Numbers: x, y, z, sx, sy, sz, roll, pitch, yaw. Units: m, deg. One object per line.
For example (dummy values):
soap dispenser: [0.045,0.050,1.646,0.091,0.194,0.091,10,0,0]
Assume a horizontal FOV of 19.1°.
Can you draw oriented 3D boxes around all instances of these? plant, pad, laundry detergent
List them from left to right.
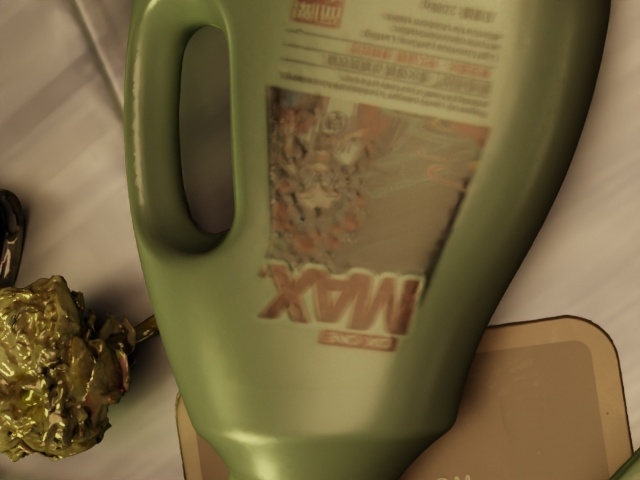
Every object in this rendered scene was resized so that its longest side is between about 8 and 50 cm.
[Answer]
plant: [-0.146,0.069,1.108,0.116,0.122,0.104,-29,87,44]
laundry detergent: [0.000,0.000,1.055,0.264,0.125,0.398,12,94,13]
pad: [0.049,0.144,1.102,0.266,0.002,0.176,-9,88,13]

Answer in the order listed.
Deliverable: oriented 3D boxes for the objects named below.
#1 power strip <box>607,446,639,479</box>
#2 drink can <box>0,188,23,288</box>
power strip: [0.218,0.229,1.016,0.229,0.141,0.261,43,85,8]
drink can: [-0.304,-0.014,1.140,0.235,0.097,0.097,14,93,12]
